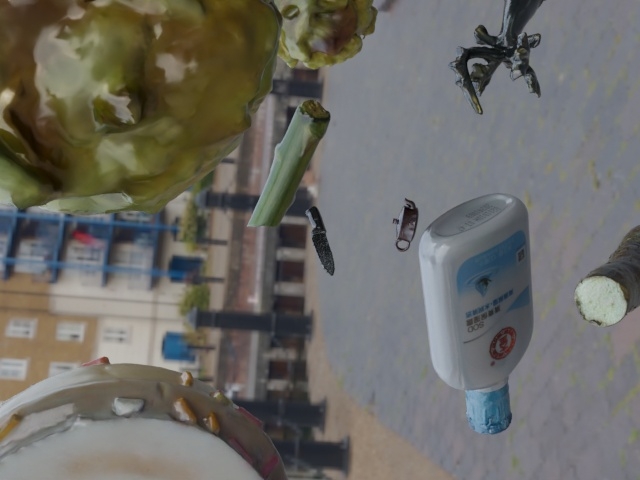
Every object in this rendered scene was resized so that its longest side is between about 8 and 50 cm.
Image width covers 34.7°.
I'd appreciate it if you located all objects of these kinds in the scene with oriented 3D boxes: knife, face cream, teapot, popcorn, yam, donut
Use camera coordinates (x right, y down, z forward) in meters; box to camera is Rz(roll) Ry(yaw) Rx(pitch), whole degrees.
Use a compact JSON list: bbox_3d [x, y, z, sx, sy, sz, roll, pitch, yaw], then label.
[{"bbox_3d":[0.000,0.000,1.337,0.170,0.023,0.010,-108,-2,-58],"label":"knife"},{"bbox_3d":[0.209,0.110,1.330,0.080,0.163,0.336,32,140,48],"label":"face cream"},{"bbox_3d":[0.152,-0.028,1.863,0.068,0.045,0.100,-71,-6,-74],"label":"teapot"},{"bbox_3d":[-0.188,-0.161,0.872,0.274,0.335,0.279,53,-168,28],"label":"popcorn"},{"bbox_3d":[0.325,0.033,1.076,0.253,0.061,0.061,-24,-55,-59],"label":"yam"},{"bbox_3d":[-0.021,-0.365,1.563,0.218,0.189,0.169,55,-161,-15],"label":"popcorn"},{"bbox_3d":[-0.212,0.290,1.087,0.142,0.383,0.382,-115,30,-61],"label":"donut"}]

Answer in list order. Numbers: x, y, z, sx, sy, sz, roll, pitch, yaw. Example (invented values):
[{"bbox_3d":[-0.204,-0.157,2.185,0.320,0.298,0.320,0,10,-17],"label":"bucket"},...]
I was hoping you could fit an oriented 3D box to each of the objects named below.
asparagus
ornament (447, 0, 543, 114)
[{"bbox_3d":[-0.057,-0.119,1.794,0.060,0.067,0.277,-92,21,-54],"label":"asparagus"},{"bbox_3d":[0.174,-0.242,0.980,0.202,0.080,0.236,62,-142,-46],"label":"ornament"}]
